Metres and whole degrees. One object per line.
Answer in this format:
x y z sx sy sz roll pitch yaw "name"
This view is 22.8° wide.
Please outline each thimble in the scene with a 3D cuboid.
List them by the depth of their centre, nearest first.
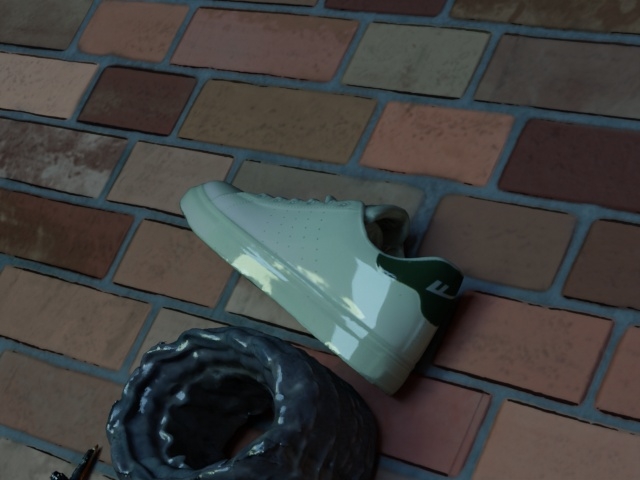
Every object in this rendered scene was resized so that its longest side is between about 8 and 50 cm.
-0.078 0.191 1.536 0.236 0.172 0.205 11 72 38 "thimble"

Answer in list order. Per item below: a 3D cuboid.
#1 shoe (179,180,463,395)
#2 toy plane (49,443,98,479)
0.000 0.000 1.638 0.160 0.132 0.363 -49 50 -1 "shoe"
-0.297 0.293 1.700 0.135 0.062 0.188 11 68 41 "toy plane"
